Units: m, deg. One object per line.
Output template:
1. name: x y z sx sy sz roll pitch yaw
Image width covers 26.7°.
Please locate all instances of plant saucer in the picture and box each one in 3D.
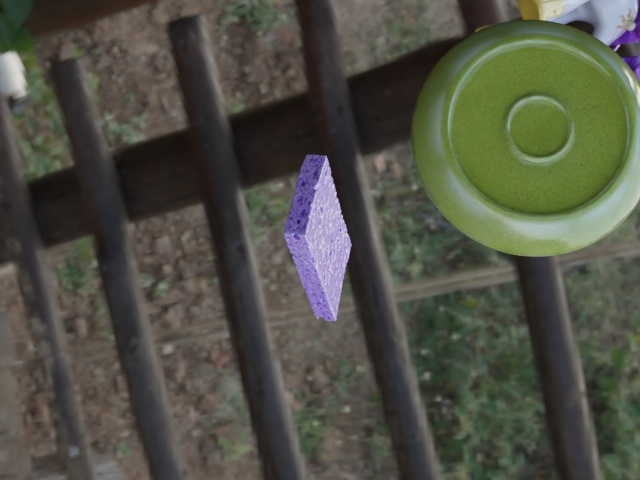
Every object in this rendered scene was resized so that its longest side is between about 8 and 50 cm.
1. plant saucer: 0.209 -0.106 1.305 0.037 0.241 0.241 93 -3 -79

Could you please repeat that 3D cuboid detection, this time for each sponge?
1. sponge: 0.000 0.000 1.682 0.210 0.031 0.117 71 28 -56

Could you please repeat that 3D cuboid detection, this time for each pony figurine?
1. pony figurine: 0.370 -0.301 1.694 0.363 0.303 0.351 -34 148 -17
